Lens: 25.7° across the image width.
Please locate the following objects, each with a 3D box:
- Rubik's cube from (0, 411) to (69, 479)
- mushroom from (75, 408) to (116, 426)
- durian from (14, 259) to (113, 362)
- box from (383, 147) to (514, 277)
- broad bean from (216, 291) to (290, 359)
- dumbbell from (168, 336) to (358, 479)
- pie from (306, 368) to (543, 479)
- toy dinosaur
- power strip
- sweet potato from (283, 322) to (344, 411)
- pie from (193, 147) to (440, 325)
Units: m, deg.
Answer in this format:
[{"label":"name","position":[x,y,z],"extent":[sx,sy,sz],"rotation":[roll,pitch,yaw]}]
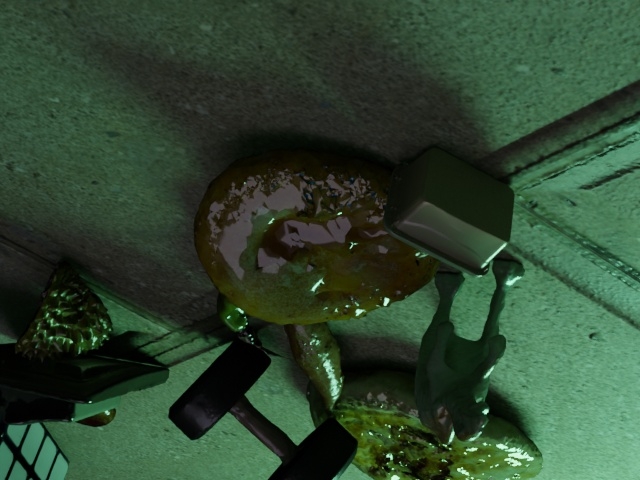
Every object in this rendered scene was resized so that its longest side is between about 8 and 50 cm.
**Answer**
[{"label":"Rubik's cube","position":[-0.671,0.429,2.381],"extent":[0.344,0.337,0.344],"rotation":[10,151,16]},{"label":"mushroom","position":[-0.381,0.256,2.206],"extent":[0.123,0.052,0.123],"rotation":[15,149,9]},{"label":"durian","position":[-0.331,0.116,1.852],"extent":[0.108,0.119,0.187],"rotation":[27,150,-9]},{"label":"box","position":[0.130,-0.030,1.366],"extent":[0.122,0.089,0.062],"rotation":[27,141,-18]},{"label":"broad bean","position":[-0.075,0.042,1.636],"extent":[0.098,0.056,0.318],"rotation":[15,150,7]},{"label":"dumbbell","position":[-0.076,0.248,1.840],"extent":[0.218,0.152,0.152],"rotation":[44,149,-1]},{"label":"pie","position":[0.137,0.271,1.911],"extent":[0.339,0.077,0.339],"rotation":[13,153,7]},{"label":"toy dinosaur","position":[0.152,0.125,1.550],"extent":[0.092,0.205,0.393],"rotation":[13,171,-4]},{"label":"power strip","position":[-0.375,0.203,1.961],"extent":[0.251,0.092,0.257],"rotation":[3,-178,19]},{"label":"sweet potato","position":[-0.006,0.143,1.771],"extent":[0.068,0.060,0.206],"rotation":[33,150,46]},{"label":"pie","position":[0.001,0.001,1.468],"extent":[0.273,0.069,0.273],"rotation":[-3,137,-3]}]
